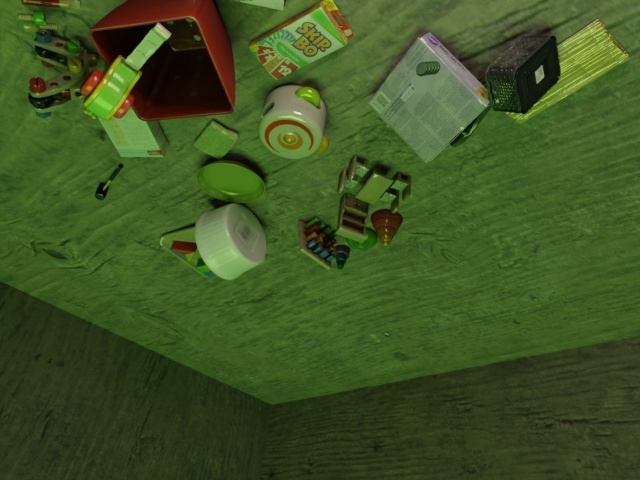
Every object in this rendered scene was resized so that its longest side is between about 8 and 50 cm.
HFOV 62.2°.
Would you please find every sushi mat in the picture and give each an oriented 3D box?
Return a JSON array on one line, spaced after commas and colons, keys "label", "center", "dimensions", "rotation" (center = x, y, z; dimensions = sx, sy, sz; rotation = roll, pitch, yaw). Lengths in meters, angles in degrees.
[{"label": "sushi mat", "center": [0.618, -0.433, 1.400], "dimensions": [0.151, 0.019, 0.316], "rotation": [31, 138, -28]}]

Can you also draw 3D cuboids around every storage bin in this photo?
[{"label": "storage bin", "center": [0.498, -0.406, 1.300], "dimensions": [0.084, 0.180, 0.122], "rotation": [25, 151, 49]}]

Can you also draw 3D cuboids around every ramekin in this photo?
[{"label": "ramekin", "center": [-0.322, -0.004, 1.974], "dimensions": [0.135, 0.277, 0.277], "rotation": [-22, 136, 25]}]

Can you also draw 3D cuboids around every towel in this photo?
[{"label": "towel", "center": [-0.340, -0.325, 1.729], "dimensions": [0.110, 0.027, 0.148], "rotation": [26, 143, -23]}]

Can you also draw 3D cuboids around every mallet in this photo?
[{"label": "mallet", "center": [-0.771, -0.211, 1.939], "dimensions": [0.039, 0.062, 0.190], "rotation": [29, 139, -29]}]

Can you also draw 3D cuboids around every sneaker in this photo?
[{"label": "sneaker", "center": [0.390, -0.364, 1.489], "dimensions": [0.130, 0.087, 0.227], "rotation": [21, 148, -2]}]

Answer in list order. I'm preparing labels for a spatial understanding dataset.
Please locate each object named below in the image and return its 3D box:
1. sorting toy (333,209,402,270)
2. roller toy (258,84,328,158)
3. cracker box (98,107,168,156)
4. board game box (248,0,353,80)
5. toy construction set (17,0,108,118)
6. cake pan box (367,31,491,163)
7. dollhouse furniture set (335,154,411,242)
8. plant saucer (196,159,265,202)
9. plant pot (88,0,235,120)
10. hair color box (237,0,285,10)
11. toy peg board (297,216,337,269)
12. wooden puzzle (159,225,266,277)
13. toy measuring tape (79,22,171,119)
[{"label": "sorting toy", "center": [0.169, 0.022, 2.035], "dimensions": [0.127, 0.126, 0.365], "rotation": [27, 140, -25]}, {"label": "roller toy", "center": [-0.081, -0.338, 1.557], "dimensions": [0.191, 0.146, 0.209], "rotation": [-2, 144, 15]}, {"label": "cracker box", "center": [-0.600, -0.367, 1.684], "dimensions": [0.156, 0.067, 0.232], "rotation": [2, 143, 10]}, {"label": "board game box", "center": [-0.051, -0.522, 1.394], "dimensions": [0.259, 0.039, 0.124], "rotation": [-19, 138, 28]}, {"label": "toy construction set", "center": [-0.660, -0.490, 1.446], "dimensions": [0.237, 0.257, 0.309], "rotation": [-3, 124, -16]}, {"label": "cake pan box", "center": [0.284, -0.369, 1.422], "dimensions": [0.246, 0.070, 0.267], "rotation": [46, 138, 3]}, {"label": "dollhouse furniture set", "center": [0.155, -0.129, 1.792], "dimensions": [0.212, 0.161, 0.242], "rotation": [19, 143, -15]}, {"label": "plant saucer", "center": [-0.311, -0.211, 1.857], "dimensions": [0.241, 0.037, 0.241], "rotation": [5, 152, 3]}, {"label": "plant pot", "center": [-0.355, -0.486, 1.325], "dimensions": [0.267, 0.236, 0.267], "rotation": [-1, 143, 13]}, {"label": "hair color box", "center": [-0.163, -0.617, 1.263], "dimensions": [0.167, 0.053, 0.093], "rotation": [9, 144, -4]}, {"label": "toy peg board", "center": [0.000, 0.000, 2.020], "dimensions": [0.079, 0.160, 0.161], "rotation": [-37, 128, 25]}, {"label": "wooden puzzle", "center": [-0.457, 0.055, 2.239], "dimensions": [0.348, 0.080, 0.322], "rotation": [-16, 138, 30]}, {"label": "toy measuring tape", "center": [-0.457, -0.364, 1.214], "dimensions": [0.330, 0.121, 0.121], "rotation": [-25, 134, 37]}]
